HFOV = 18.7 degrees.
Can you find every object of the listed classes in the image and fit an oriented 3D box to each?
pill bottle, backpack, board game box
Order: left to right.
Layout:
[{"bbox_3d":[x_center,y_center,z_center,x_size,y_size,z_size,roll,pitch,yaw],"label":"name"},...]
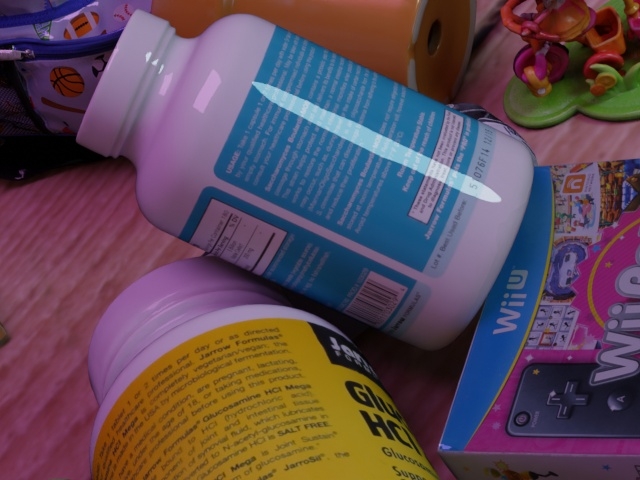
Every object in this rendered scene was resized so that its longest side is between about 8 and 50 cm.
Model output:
[{"bbox_3d":[-0.178,-0.201,1.583,0.263,0.213,0.276,9,54,27],"label":"backpack"},{"bbox_3d":[-0.027,0.158,1.141,0.188,0.188,0.334,-34,41,2],"label":"pill bottle"},{"bbox_3d":[-0.013,-0.046,1.197,0.146,0.264,0.146,-63,6,12],"label":"pill bottle"},{"bbox_3d":[0.245,0.059,1.122,0.303,0.097,0.224,-4,50,33],"label":"board game box"}]

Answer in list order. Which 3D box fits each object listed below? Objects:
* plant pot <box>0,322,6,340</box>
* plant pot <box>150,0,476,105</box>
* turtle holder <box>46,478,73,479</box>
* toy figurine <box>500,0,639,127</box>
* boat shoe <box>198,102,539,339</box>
[{"bbox_3d":[-0.306,0.052,1.519,0.081,0.081,0.083,-35,29,1],"label":"plant pot"},{"bbox_3d":[0.006,-0.164,1.434,0.188,0.205,0.205,14,59,23],"label":"plant pot"},{"bbox_3d":[-0.256,0.285,1.110,0.227,0.243,0.320,-40,-5,35],"label":"turtle holder"},{"bbox_3d":[0.176,-0.174,1.337,0.173,0.159,0.130,-21,43,17],"label":"toy figurine"},{"bbox_3d":[-0.001,-0.003,1.337,0.306,0.113,0.105,-34,34,-2],"label":"boat shoe"}]
